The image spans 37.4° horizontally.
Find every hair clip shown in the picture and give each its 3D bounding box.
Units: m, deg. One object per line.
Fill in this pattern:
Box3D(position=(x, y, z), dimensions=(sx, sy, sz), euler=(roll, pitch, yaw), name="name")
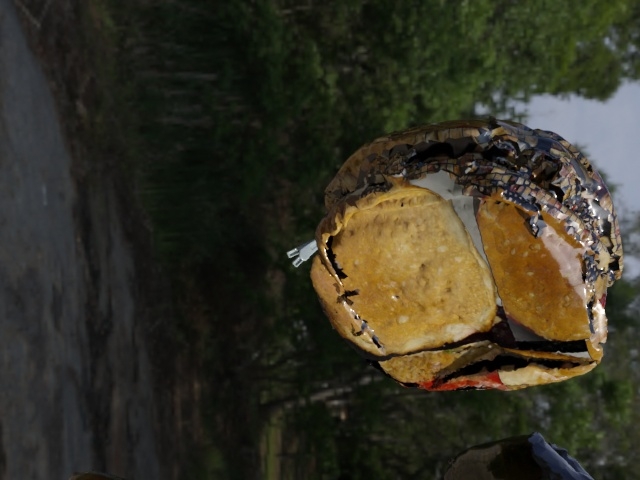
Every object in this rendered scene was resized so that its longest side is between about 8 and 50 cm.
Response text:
Box3D(position=(0.001, 0.001, 1.559), dimensions=(0.030, 0.115, 0.039), euler=(59, -19, -18), name="hair clip")

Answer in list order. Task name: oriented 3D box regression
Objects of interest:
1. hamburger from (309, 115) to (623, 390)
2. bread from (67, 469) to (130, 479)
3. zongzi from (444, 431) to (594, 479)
Box3D(position=(0.101, 0.013, 0.671), dimensions=(0.231, 0.231, 0.107), euler=(91, 18, -48), name="hamburger")
Box3D(position=(-0.151, 0.419, 0.896), dimensions=(0.323, 0.333, 0.143), euler=(-70, 178, -47), name="bread")
Box3D(position=(0.220, 0.335, 0.769), dimensions=(0.317, 0.154, 0.289), euler=(50, 26, -45), name="zongzi")
